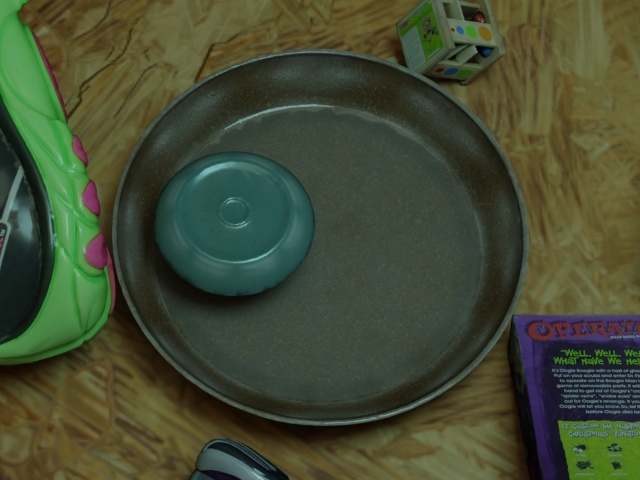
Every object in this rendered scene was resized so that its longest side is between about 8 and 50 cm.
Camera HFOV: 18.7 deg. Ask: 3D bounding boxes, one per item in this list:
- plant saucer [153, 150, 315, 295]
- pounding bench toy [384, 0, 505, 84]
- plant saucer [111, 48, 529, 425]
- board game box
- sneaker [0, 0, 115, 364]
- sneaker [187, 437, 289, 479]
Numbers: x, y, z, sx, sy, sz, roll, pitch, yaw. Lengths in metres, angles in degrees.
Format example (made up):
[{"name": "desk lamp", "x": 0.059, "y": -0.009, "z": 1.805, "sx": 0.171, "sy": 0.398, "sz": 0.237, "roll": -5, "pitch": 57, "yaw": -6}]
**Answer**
[{"name": "plant saucer", "x": -0.063, "y": -0.018, "z": 1.426, "sx": 0.119, "sy": 0.021, "sz": 0.119, "roll": 1, "pitch": 64, "yaw": -2}, {"name": "pounding bench toy", "x": 0.096, "y": -0.152, "z": 1.538, "sx": 0.065, "sy": 0.083, "sz": 0.052, "roll": 3, "pitch": 62, "yaw": -37}, {"name": "plant saucer", "x": 0.000, "y": 0.000, "z": 1.460, "sx": 0.310, "sy": 0.050, "sz": 0.310, "roll": 1, "pitch": 65, "yaw": -2}, {"name": "board game box", "x": 0.316, "y": 0.133, "z": 1.371, "sx": 0.347, "sy": 0.056, "sz": 0.208, "roll": 0, "pitch": 43, "yaw": -3}, {"name": "sneaker", "x": -0.308, "y": -0.124, "z": 1.430, "sx": 0.202, "sy": 0.185, "sz": 0.483, "roll": -19, "pitch": 65, "yaw": -12}, {"name": "sneaker", "x": -0.009, "y": 0.235, "z": 1.346, "sx": 0.224, "sy": 0.083, "sz": 0.098, "roll": 34, "pitch": 91, "yaw": 15}]
